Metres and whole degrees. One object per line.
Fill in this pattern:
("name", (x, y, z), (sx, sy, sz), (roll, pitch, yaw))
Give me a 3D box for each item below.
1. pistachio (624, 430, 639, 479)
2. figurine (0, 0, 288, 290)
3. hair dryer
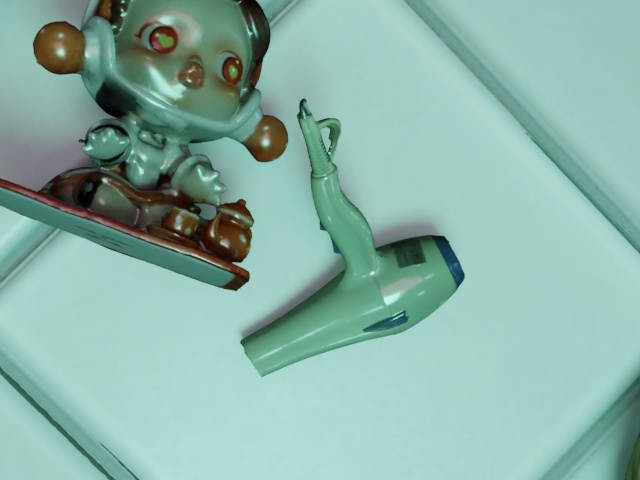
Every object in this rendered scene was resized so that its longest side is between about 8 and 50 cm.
("pistachio", (0.292, 0.164, 0.747), (0.144, 0.144, 0.215), (26, 82, -6))
("figurine", (-0.100, -0.104, 0.700), (0.183, 0.160, 0.226), (21, 80, -7))
("hair dryer", (-0.011, 0.016, 0.715), (0.167, 0.067, 0.199), (-39, 128, 10))
